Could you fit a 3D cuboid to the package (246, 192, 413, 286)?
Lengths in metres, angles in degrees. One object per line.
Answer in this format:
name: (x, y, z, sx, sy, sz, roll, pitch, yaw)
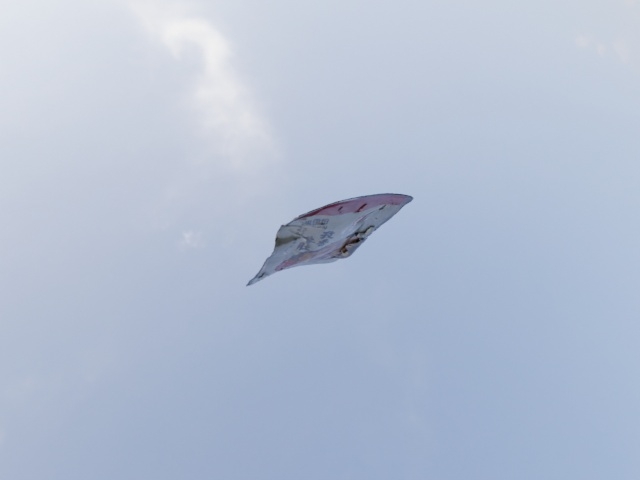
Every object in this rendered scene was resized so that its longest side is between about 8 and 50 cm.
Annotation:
package: (0.000, 0.000, 0.692, 0.154, 0.239, 0.030, -13, -109, -27)
